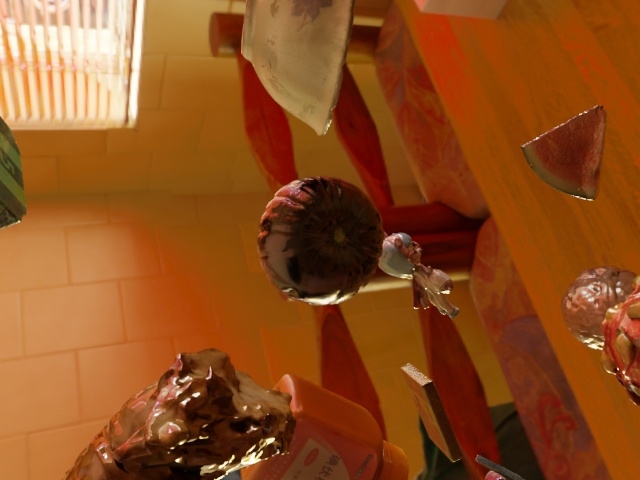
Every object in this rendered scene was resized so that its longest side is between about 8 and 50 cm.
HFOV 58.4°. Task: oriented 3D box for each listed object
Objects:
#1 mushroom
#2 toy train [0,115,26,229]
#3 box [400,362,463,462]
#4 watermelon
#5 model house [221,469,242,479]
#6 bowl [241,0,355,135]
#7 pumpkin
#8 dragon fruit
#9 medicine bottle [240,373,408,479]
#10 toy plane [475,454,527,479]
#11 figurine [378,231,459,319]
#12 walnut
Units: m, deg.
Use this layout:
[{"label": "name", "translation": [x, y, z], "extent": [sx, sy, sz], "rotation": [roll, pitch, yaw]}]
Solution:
[{"label": "mushroom", "translation": [-0.229, 0.269, 0.463], "extent": [0.334, 0.331, 0.357], "rotation": [-3, 82, 29]}, {"label": "toy train", "translation": [-0.627, -0.143, 0.977], "extent": [0.238, 0.166, 0.299], "rotation": [76, 170, -53]}, {"label": "box", "translation": [0.242, 0.374, 1.258], "extent": [0.193, 0.030, 0.121], "rotation": [68, 169, -12]}, {"label": "watermelon", "translation": [0.556, -0.197, 1.285], "extent": [0.202, 0.207, 0.136], "rotation": [-63, -4, -2]}, {"label": "model house", "translation": [-0.231, 0.596, 0.982], "extent": [0.360, 0.297, 0.339], "rotation": [-57, 16, 34]}, {"label": "bowl", "translation": [-0.042, -0.329, 0.875], "extent": [0.313, 0.146, 0.314], "rotation": [-172, 90, -82]}, {"label": "pumpkin", "translation": [0.000, 0.000, 0.864], "extent": [0.140, 0.201, 0.202], "rotation": [-9, 86, 63]}, {"label": "dragon fruit", "translation": [0.595, 0.186, 0.870], "extent": [0.228, 0.307, 0.243], "rotation": [-61, -14, 4]}, {"label": "medicine bottle", "translation": [0.010, 0.307, 0.823], "extent": [0.149, 0.222, 0.112], "rotation": [-57, 20, 11]}, {"label": "toy plane", "translation": [0.347, 0.412, 0.890], "extent": [0.235, 0.060, 0.096], "rotation": [23, 138, 21]}, {"label": "figurine", "translation": [0.229, 0.093, 1.316], "extent": [0.260, 0.103, 0.205], "rotation": [49, -178, -18]}, {"label": "walnut", "translation": [0.577, 0.142, 1.147], "extent": [0.178, 0.230, 0.178], "rotation": [6, 107, 21]}]
